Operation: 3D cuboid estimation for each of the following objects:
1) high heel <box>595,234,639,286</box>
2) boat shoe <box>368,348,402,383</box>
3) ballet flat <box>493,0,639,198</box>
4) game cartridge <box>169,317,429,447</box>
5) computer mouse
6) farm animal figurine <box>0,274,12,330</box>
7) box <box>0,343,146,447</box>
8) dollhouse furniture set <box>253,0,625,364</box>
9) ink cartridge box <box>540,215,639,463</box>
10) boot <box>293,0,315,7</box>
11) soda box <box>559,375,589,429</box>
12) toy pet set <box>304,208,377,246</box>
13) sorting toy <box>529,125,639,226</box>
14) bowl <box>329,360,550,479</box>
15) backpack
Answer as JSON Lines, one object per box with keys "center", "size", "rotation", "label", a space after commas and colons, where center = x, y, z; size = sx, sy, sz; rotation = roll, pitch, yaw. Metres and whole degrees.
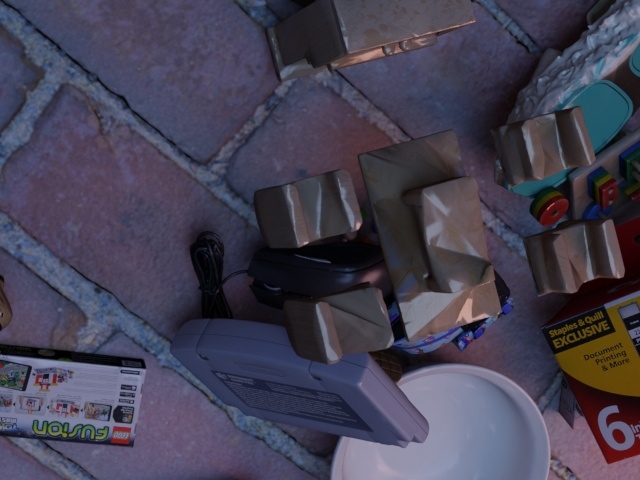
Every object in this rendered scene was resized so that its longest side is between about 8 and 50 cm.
{"center": [0.468, -0.038, 1.940], "size": [0.186, 0.093, 0.261], "rotation": [4, 106, -8], "label": "high heel"}
{"center": [0.055, 0.151, 1.861], "size": [0.064, 0.178, 0.060], "rotation": [32, 102, -23], "label": "boat shoe"}
{"center": [0.358, -0.226, 1.833], "size": [0.409, 0.147, 0.147], "rotation": [-44, 111, 8], "label": "ballet flat"}
{"center": [-0.032, 0.169, 1.780], "size": [0.198, 0.297, 0.062], "rotation": [55, 53, -42], "label": "game cartridge"}
{"center": [-0.035, 0.082, 1.829], "size": [0.262, 0.060, 0.184], "rotation": [4, 129, 4], "label": "computer mouse"}
{"center": [-0.501, -0.027, 1.687], "size": [0.330, 0.172, 0.326], "rotation": [12, 104, -15], "label": "farm animal figurine"}
{"center": [-0.334, 0.199, 1.867], "size": [0.207, 0.036, 0.114], "rotation": [8, 105, -14], "label": "box"}
{"center": [0.093, -0.091, 1.688], "size": [0.362, 0.256, 0.394], "rotation": [-16, 94, -16], "label": "dollhouse furniture set"}
{"center": [0.455, 0.100, 1.850], "size": [0.309, 0.130, 0.272], "rotation": [-26, 93, 31], "label": "ink cartridge box"}
{"center": [0.052, -0.364, 1.765], "size": [0.248, 0.090, 0.207], "rotation": [22, 116, -22], "label": "boot"}
{"center": [0.428, 0.221, 2.026], "size": [0.183, 0.058, 0.063], "rotation": [-1, 108, -12], "label": "soda box"}
{"center": [0.000, 0.000, 1.877], "size": [0.122, 0.065, 0.114], "rotation": [37, 62, -23], "label": "toy pet set"}
{"center": [0.396, -0.074, 1.889], "size": [0.274, 0.046, 0.132], "rotation": [-34, 147, -10], "label": "sorting toy"}
{"center": [0.144, 0.278, 1.943], "size": [0.298, 0.134, 0.297], "rotation": [-4, 109, -11], "label": "bowl"}
{"center": [0.139, 0.075, 1.866], "size": [0.173, 0.158, 0.117], "rotation": [-43, 127, 2], "label": "backpack"}
